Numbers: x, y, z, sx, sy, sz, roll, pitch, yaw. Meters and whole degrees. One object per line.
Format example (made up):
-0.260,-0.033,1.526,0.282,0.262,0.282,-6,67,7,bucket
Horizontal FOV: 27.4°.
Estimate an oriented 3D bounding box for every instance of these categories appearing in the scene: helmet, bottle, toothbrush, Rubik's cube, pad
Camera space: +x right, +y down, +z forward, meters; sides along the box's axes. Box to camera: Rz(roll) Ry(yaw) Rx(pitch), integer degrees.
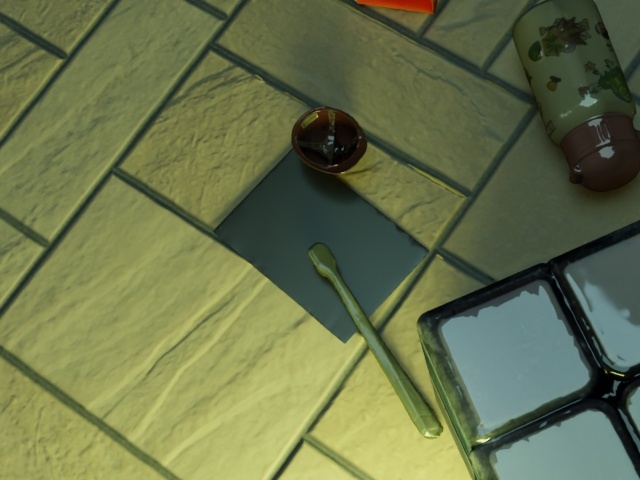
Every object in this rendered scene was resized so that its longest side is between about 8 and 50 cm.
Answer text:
0.016,-0.121,1.747,0.089,0.057,0.111,-41,63,-10,helmet
0.337,-0.183,1.681,0.120,0.120,0.253,-18,68,3,bottle
0.067,0.126,1.654,0.030,0.030,0.297,-28,69,-12,toothbrush
0.308,0.198,1.427,0.316,0.318,0.313,-24,67,-1,Rubik's cube
0.000,0.000,1.731,0.245,0.006,0.170,39,80,21,pad

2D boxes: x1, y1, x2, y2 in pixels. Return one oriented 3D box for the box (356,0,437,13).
0.130,-0.435,1.855,0.123,0.050,0.229,11,71,13,box
